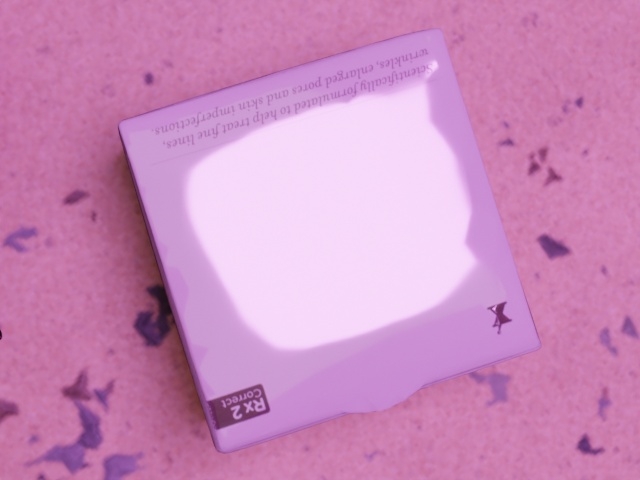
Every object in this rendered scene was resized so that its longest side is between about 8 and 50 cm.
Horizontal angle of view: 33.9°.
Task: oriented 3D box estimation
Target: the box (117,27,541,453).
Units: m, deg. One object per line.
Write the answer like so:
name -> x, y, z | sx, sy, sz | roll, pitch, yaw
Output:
box -> 0.000, 0.000, 0.589 | 0.181, 0.119, 0.182 | -17, 92, -8

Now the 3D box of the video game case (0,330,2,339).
video game case -> -0.353, -0.010, 0.585 | 0.248, 0.035, 0.275 | -26, 93, -7
